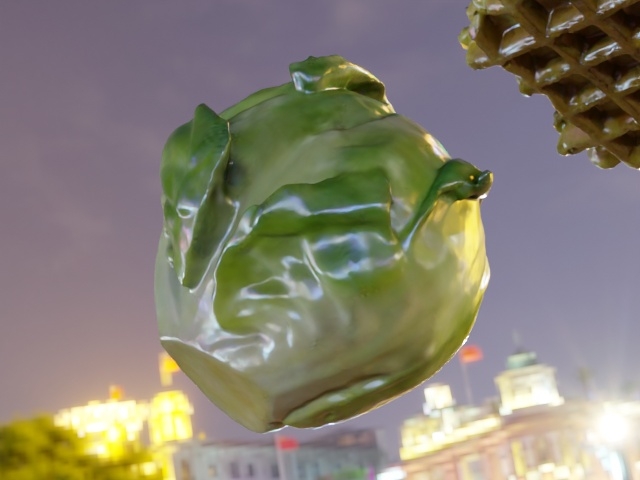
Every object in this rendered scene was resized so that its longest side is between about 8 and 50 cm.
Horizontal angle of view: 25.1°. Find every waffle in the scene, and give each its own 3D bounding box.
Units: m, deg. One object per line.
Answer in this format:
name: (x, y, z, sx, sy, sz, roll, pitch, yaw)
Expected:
waffle: (0.247, -0.148, 1.089, 0.282, 0.058, 0.301, -5, -34, 22)

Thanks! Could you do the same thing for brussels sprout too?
brussels sprout: (-0.001, 0.000, 1.100, 0.259, 0.294, 0.227, 23, -17, 33)
